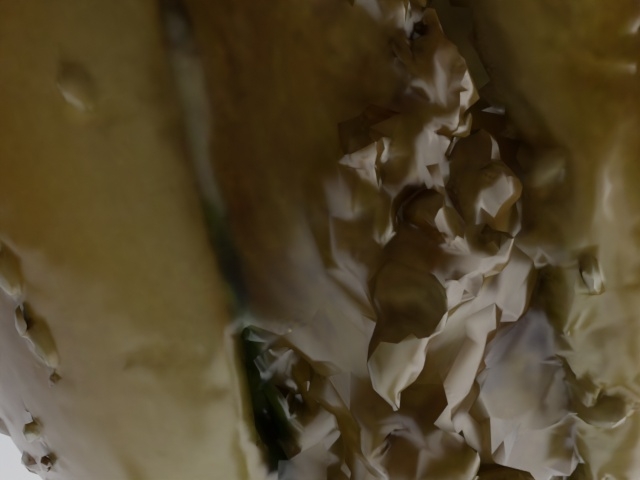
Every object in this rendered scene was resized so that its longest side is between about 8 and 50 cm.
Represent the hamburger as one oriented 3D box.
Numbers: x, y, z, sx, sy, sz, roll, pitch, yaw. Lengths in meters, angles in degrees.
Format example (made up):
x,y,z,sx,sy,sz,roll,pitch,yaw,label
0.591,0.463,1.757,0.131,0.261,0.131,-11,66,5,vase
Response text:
x,y,z,sx,sy,sz,roll,pitch,yaw,label
0.000,0.000,0.495,0.268,0.445,0.287,-17,-142,-4,hamburger
